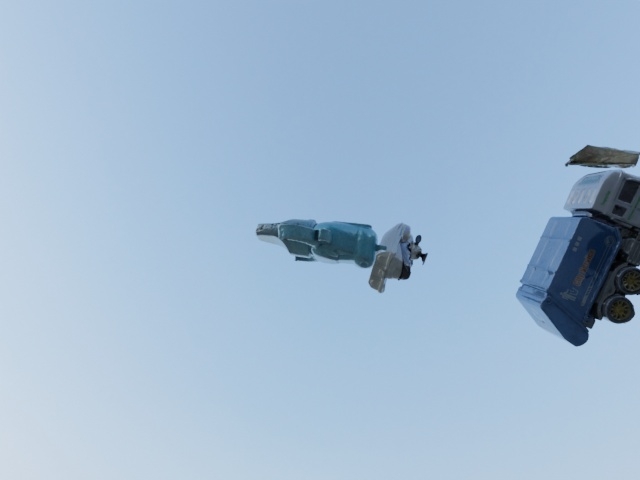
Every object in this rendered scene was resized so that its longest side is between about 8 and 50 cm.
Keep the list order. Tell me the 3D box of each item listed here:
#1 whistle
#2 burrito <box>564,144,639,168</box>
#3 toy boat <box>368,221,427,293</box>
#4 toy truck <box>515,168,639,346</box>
[{"bbox_3d":[0.000,0.000,0.857,0.273,0.093,0.186,7,-16,10],"label":"whistle"},{"bbox_3d":[0.671,-0.199,0.989,0.149,0.041,0.055,9,-77,25],"label":"burrito"},{"bbox_3d":[0.219,0.039,1.157,0.140,0.269,0.141,12,-65,29],"label":"toy boat"},{"bbox_3d":[0.564,0.033,0.864,0.175,0.146,0.368,24,-88,-2],"label":"toy truck"}]
